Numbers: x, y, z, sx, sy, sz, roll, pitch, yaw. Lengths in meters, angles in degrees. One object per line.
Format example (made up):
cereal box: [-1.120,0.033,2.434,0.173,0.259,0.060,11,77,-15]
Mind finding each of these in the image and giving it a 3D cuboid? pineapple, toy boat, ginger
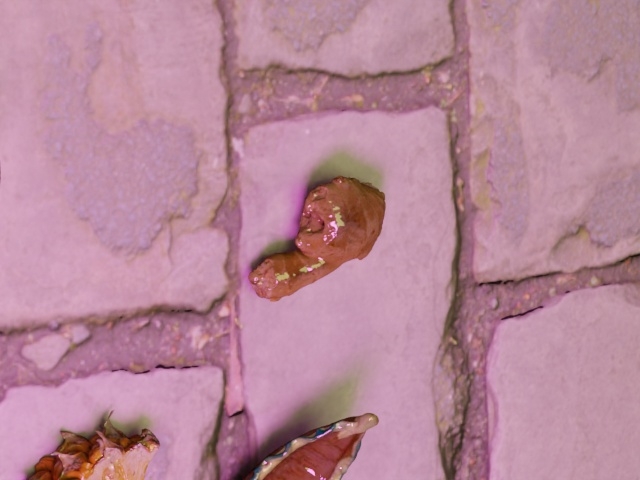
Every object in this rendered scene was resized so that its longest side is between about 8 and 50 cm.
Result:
pineapple: [-0.209,0.235,1.889,0.137,0.069,0.116,-26,111,-24]
toy boat: [-0.049,0.278,1.975,0.108,0.099,0.293,36,89,-30]
ginger: [-0.001,-0.007,1.957,0.165,0.067,0.096,-36,137,-19]
